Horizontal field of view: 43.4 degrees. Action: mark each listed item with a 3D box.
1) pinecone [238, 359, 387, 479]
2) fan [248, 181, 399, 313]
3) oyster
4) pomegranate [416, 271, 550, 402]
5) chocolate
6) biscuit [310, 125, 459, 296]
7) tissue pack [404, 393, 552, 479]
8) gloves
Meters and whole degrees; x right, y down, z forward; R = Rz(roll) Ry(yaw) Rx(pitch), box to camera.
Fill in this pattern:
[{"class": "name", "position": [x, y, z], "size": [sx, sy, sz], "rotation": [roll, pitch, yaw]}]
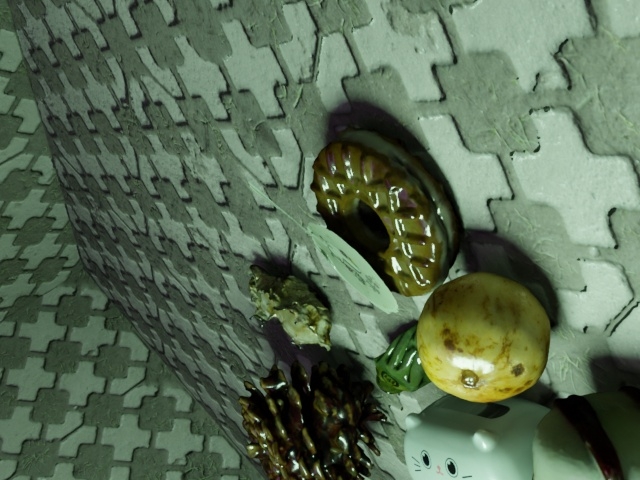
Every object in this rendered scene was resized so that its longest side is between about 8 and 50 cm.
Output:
[{"class": "pinecone", "position": [-0.013, 0.481, 2.006], "size": [0.398, 0.398, 0.397], "rotation": [40, 151, 27]}, {"class": "fan", "position": [0.001, 0.000, 1.556], "size": [0.415, 0.012, 0.233], "rotation": [40, 164, 23]}, {"class": "oyster", "position": [-0.086, 0.165, 1.998], "size": [0.337, 0.133, 0.197], "rotation": [22, 142, 52]}, {"class": "pomegranate", "position": [0.266, 0.154, 1.314], "size": [0.215, 0.215, 0.215], "rotation": [40, 151, 27]}, {"class": "chocolate", "position": [0.437, 0.328, 1.202], "size": [0.284, 0.284, 0.186], "rotation": [-2, 104, 60]}, {"class": "biscuit", "position": [0.111, -0.046, 1.435], "size": [0.332, 0.103, 0.332], "rotation": [39, 150, 28]}, {"class": "tissue pack", "position": [0.314, 0.402, 1.494], "size": [0.333, 0.229, 0.236], "rotation": [-5, 114, 61]}, {"class": "gloves", "position": [0.181, 0.272, 1.718], "size": [0.135, 0.107, 0.268], "rotation": [19, 147, 0]}]
